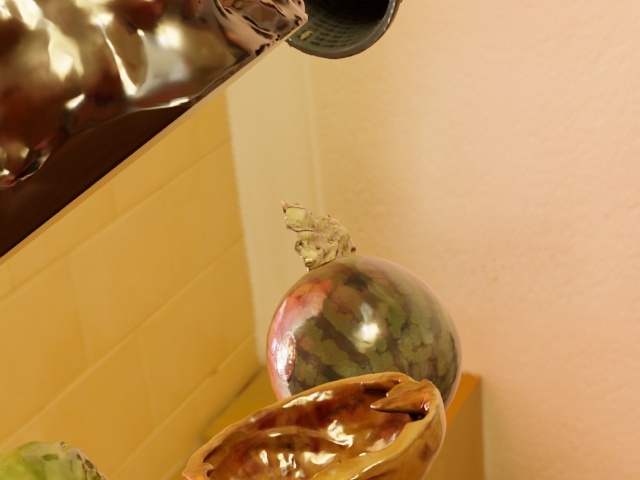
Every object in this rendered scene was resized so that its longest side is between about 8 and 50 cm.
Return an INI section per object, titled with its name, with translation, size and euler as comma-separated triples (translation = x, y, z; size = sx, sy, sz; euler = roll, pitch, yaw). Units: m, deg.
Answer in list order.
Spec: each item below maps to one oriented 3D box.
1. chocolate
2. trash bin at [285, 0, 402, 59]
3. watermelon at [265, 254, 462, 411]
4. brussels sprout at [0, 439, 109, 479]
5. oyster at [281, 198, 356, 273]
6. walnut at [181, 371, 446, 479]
[chocolate]
translation = -0.142, -0.101, 0.559
size = 0.224, 0.206, 0.177
euler = -36, -82, 3
[trash bin]
translation = 0.031, -0.299, 1.328
size = 0.175, 0.161, 0.175
euler = 12, -61, 21
[watermelon]
translation = 0.043, 0.118, 1.314
size = 0.212, 0.212, 0.212
euler = 12, -61, 22
[brussels sprout]
translation = -0.249, 0.247, 0.958
size = 0.161, 0.223, 0.223
euler = 32, -54, 22
[oyster]
translation = 0.002, 0.007, 1.543
size = 0.072, 0.209, 0.133
euler = -23, -109, 4
[walnut]
translation = 0.003, 0.183, 0.987
size = 0.211, 0.167, 0.087
euler = -18, -70, -5
